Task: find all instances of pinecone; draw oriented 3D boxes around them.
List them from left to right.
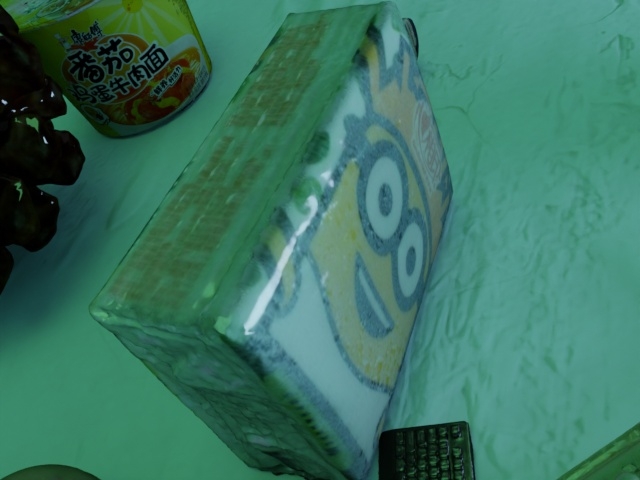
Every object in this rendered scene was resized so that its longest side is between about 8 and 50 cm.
[{"bbox_3d":[-0.461,-0.101,0.719,0.397,0.398,0.398,-13,47,14],"label":"pinecone"}]

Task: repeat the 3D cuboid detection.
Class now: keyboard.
[{"bbox_3d":[0.071,0.216,0.430,0.074,0.015,0.197,-9,48,18],"label":"keyboard"}]

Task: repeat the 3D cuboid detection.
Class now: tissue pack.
[{"bbox_3d":[0.000,0.000,0.504,0.127,0.228,0.311,4,52,28],"label":"tissue pack"}]

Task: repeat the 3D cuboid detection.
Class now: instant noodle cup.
[{"bbox_3d":[-0.289,-0.287,0.905,0.264,0.200,0.264,-13,46,14],"label":"instant noodle cup"}]

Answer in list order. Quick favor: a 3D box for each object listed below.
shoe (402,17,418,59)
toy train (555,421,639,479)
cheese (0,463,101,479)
[{"bbox_3d":[0.024,-0.195,0.757,0.207,0.091,0.106,-35,51,-2],"label":"shoe"},{"bbox_3d":[0.179,0.153,0.361,0.194,0.125,0.081,-32,42,-5],"label":"toy train"},{"bbox_3d":[-0.255,0.250,0.504,0.286,0.082,0.163,-3,48,41],"label":"cheese"}]
